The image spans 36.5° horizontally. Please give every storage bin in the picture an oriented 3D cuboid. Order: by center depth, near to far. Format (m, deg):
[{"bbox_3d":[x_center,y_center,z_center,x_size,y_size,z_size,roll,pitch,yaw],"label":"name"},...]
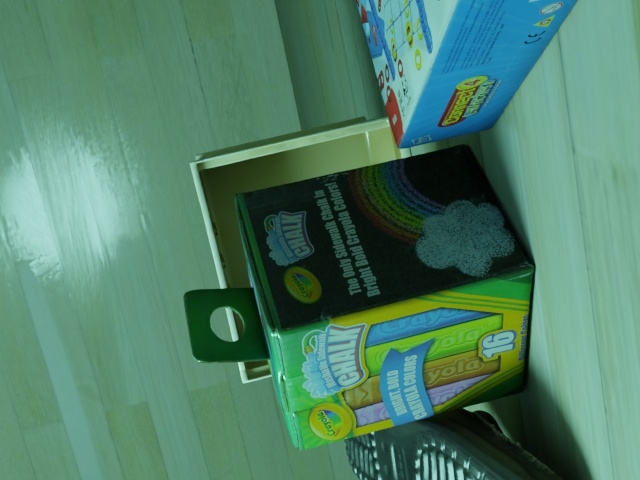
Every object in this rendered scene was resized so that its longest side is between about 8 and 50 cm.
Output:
[{"bbox_3d":[0.000,0.000,1.163,0.123,0.260,0.262,-133,30,-78],"label":"storage bin"}]

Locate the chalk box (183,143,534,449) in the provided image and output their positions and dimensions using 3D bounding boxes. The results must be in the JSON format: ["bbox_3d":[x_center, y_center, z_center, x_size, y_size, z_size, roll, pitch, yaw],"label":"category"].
[{"bbox_3d":[0.024,0.058,0.888,0.180,0.289,0.179,-108,7,-45],"label":"chalk box"}]

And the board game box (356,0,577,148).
[{"bbox_3d":[0.073,-0.256,0.682,0.308,0.086,0.302,100,156,-77],"label":"board game box"}]

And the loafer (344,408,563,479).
[{"bbox_3d":[0.147,0.211,0.928,0.366,0.130,0.134,-155,56,-63],"label":"loafer"}]
